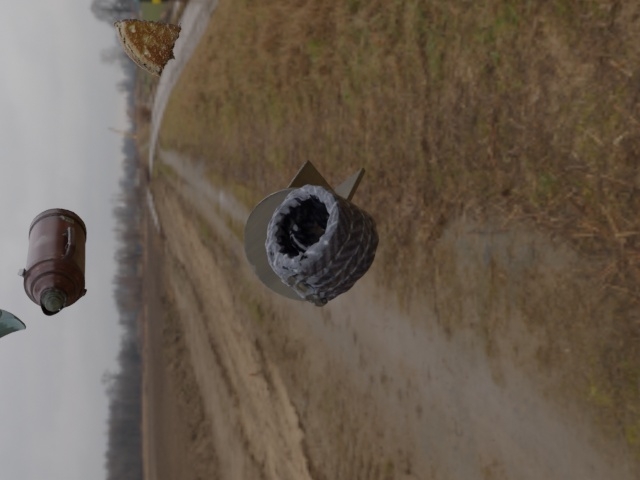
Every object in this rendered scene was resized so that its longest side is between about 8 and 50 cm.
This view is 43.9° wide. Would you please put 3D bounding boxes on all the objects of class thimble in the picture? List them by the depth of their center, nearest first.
[{"bbox_3d":[0.000,-0.002,0.719,0.095,0.066,0.104,-30,40,29],"label":"thimble"}]

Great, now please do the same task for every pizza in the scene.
[{"bbox_3d":[-0.249,-0.278,1.167,0.029,0.100,0.099,122,139,-60],"label":"pizza"}]

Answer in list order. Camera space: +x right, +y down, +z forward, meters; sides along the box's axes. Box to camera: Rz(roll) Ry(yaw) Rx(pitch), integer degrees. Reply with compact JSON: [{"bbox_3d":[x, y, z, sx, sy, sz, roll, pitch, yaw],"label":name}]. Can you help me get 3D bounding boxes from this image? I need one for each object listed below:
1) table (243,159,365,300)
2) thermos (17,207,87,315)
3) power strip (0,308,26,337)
[{"bbox_3d":[-0.003,-0.034,1.177,0.227,0.167,0.167,-62,-20,-64],"label":"table"},{"bbox_3d":[-0.413,0.036,1.248,0.124,0.098,0.232,-58,27,16],"label":"thermos"},{"bbox_3d":[-0.684,0.216,1.537,0.054,0.167,0.253,78,-152,-55],"label":"power strip"}]
